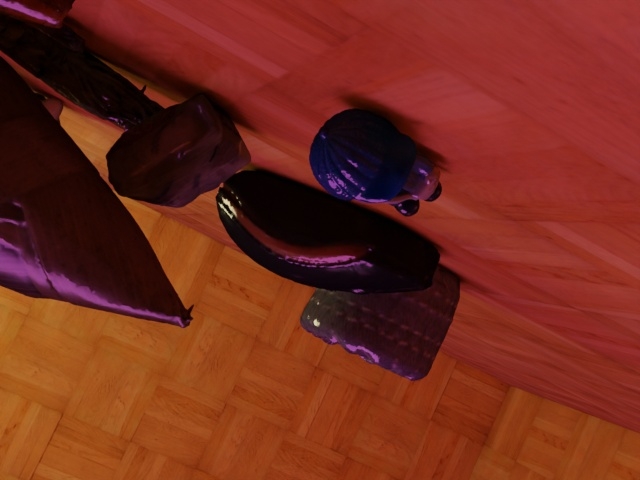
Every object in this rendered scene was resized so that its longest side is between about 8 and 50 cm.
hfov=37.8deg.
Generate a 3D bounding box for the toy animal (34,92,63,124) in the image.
[{"bbox_3d":[-0.494,-0.194,1.409,0.188,0.266,0.308,12,132,-5],"label":"toy animal"}]

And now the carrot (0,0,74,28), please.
[{"bbox_3d":[-0.273,-0.212,0.730,0.161,0.055,0.055,25,175,-19],"label":"carrot"}]

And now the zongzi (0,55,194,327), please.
[{"bbox_3d":[-0.356,-0.133,0.790,0.467,0.218,0.500,23,163,27],"label":"zongzi"}]

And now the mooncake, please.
[{"bbox_3d":[-0.147,-0.090,0.941,0.073,0.130,0.125,57,-176,15],"label":"mooncake"}]

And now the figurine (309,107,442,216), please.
[{"bbox_3d":[0.046,-0.061,0.721,0.079,0.077,0.136,59,-161,12],"label":"figurine"}]

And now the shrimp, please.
[{"bbox_3d":[-0.241,-0.175,0.933,0.296,0.058,0.169,31,170,-19],"label":"shrimp"}]

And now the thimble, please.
[{"bbox_3d":[0.094,0.099,1.390,0.205,0.172,0.236,28,172,7],"label":"thimble"}]

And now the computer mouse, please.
[{"bbox_3d":[-0.002,0.005,1.221,0.323,0.116,0.183,21,178,29],"label":"computer mouse"}]
